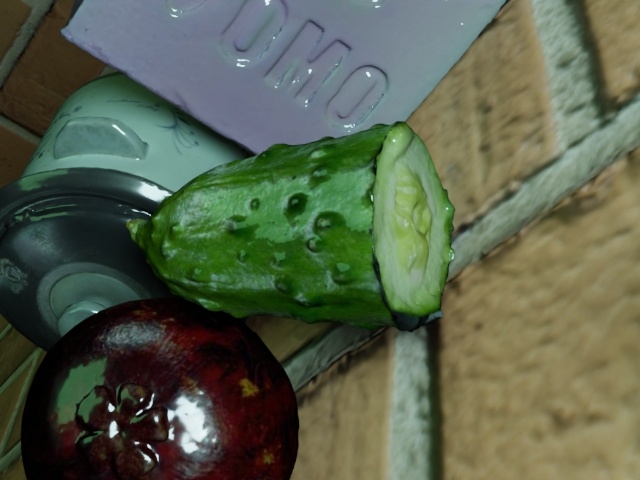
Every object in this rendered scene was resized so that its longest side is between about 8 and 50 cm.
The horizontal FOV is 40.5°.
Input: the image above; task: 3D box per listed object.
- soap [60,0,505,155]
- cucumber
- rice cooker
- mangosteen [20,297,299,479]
[{"bbox_3d":[-0.020,-0.221,0.741,0.285,0.296,0.107,-51,27,23],"label":"soap"},{"bbox_3d":[-0.037,-0.005,0.597,0.244,0.134,0.134,-1,56,30],"label":"cucumber"},{"bbox_3d":[-0.188,-0.009,0.872,0.316,0.264,0.317,3,-90,-84],"label":"rice cooker"},{"bbox_3d":[-0.111,0.138,0.629,0.210,0.210,0.210,-45,27,30],"label":"mangosteen"}]
